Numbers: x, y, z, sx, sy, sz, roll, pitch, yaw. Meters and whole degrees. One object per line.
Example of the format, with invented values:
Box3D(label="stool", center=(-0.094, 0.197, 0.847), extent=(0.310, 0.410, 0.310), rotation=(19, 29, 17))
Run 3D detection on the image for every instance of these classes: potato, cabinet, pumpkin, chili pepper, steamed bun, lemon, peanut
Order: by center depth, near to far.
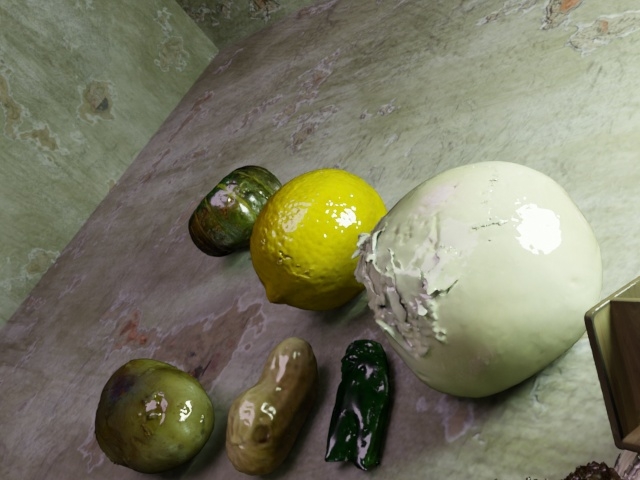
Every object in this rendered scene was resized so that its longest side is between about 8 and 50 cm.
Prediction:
Box3D(label="cabinet", center=(0.387, 0.089, 0.587), extent=(0.215, 0.148, 0.175), rotation=(-23, 11, -32))
Box3D(label="steamed bun", center=(0.204, 0.023, 0.891), extent=(0.312, 0.233, 0.333), rotation=(-40, 38, 11))
Box3D(label="chili pepper", center=(0.059, 0.245, 0.984), extent=(0.098, 0.061, 0.224), rotation=(-18, 36, 26))
Box3D(label="peanut", center=(-0.076, 0.265, 1.063), extent=(0.110, 0.120, 0.236), rotation=(106, -171, -67))
Box3D(label="lemon", center=(0.001, -0.001, 1.186), extent=(0.267, 0.267, 0.267), rotation=(-31, 32, 22))
Box3D(label="potato", center=(-0.315, 0.329, 1.225), extent=(0.308, 0.173, 0.210), rotation=(-6, 44, 51))
Box3D(label="pumpkin", center=(-0.190, -0.060, 1.576), extent=(0.260, 0.189, 0.260), rotation=(-46, 6, 6))

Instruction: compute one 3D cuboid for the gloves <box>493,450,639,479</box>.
Box3D(label="gloves", center=(0.252, 0.294, 0.604), extent=(0.312, 0.135, 0.210), rotation=(-43, 33, 1))
